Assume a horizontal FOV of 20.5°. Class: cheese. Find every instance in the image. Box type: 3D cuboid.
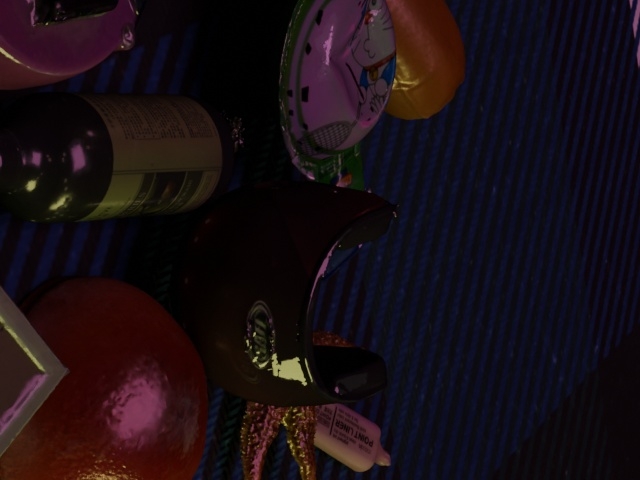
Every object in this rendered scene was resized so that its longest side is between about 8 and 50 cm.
[{"bbox_3d":[0.014,-0.117,1.616,0.204,0.083,0.321,-42,135,-52],"label":"cheese"}]

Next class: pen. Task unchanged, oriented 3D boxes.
[{"bbox_3d":[0.020,0.192,1.763,0.197,0.032,0.053,36,60,-50],"label":"pen"}]

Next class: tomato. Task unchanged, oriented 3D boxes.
[{"bbox_3d":[-0.161,0.143,1.413,0.199,0.112,0.228,-53,130,-41],"label":"tomato"}]

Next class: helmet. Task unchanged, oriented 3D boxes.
[{"bbox_3d":[-0.031,0.044,1.506,0.216,0.193,0.189,-103,-167,-71],"label":"helmet"}]

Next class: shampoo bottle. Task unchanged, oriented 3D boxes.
[{"bbox_3d":[-0.185,-0.065,1.378,0.284,0.101,0.101,-6,95,-57],"label":"shampoo bottle"}]

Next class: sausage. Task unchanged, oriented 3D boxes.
[{"bbox_3d":[0.027,-0.266,1.698,0.134,0.116,0.354,-56,132,-23],"label":"sausage"}]

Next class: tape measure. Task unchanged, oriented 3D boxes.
[{"bbox_3d":[-0.225,-0.232,1.269,0.231,0.149,0.245,-28,113,-54],"label":"tape measure"}]

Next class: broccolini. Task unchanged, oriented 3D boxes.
[{"bbox_3d":[-0.071,-0.123,1.604,0.254,0.071,0.058,-58,154,-52],"label":"broccolini"}]

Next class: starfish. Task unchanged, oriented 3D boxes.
[{"bbox_3d":[-0.037,0.127,1.640,0.240,0.043,0.227,6,78,-44],"label":"starfish"}]

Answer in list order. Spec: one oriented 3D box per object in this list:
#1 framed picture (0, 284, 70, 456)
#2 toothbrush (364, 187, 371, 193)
[{"bbox_3d":[-0.315,0.083,1.213,0.231,0.018,0.293,-53,133,-26],"label":"framed picture"},{"bbox_3d":[0.000,0.000,1.743,0.219,0.016,0.019,-42,121,-49],"label":"toothbrush"}]
